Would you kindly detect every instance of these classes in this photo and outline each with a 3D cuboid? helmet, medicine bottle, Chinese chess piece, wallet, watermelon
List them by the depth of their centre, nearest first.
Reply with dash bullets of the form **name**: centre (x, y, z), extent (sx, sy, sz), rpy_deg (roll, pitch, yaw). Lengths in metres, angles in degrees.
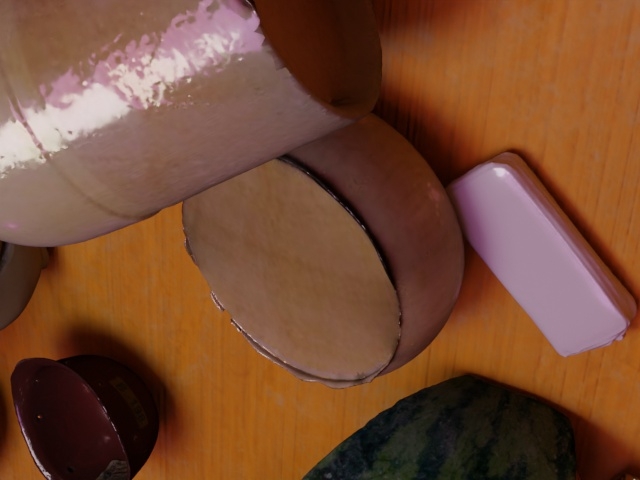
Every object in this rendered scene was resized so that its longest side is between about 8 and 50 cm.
- **medicine bottle**: centre (-0.179, -0.126, 1.351), extent (0.406, 0.236, 0.235), rpy_deg (-22, 109, 25)
- **wallet**: centre (0.181, 0.015, 1.426), extent (0.190, 0.033, 0.095), rpy_deg (50, 138, -6)
- **Chinese chess piece**: centre (0.000, 0.000, 1.472), extent (0.257, 0.104, 0.257), rpy_deg (26, 136, 29)
- **watermelon**: centre (0.086, 0.262, 1.557), extent (0.250, 0.283, 0.292), rpy_deg (31, 159, -3)
- **helmet**: centre (-0.235, 0.176, 1.801), extent (0.175, 0.106, 0.155), rpy_deg (49, 134, 1)

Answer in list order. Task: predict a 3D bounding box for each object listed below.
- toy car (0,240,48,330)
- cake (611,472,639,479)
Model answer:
- **toy car**: centre (-0.439, 0.092, 1.717), extent (0.242, 0.336, 0.226), rpy_deg (4, 126, 34)
- **cake**: centre (0.277, 0.277, 1.549), extent (0.116, 0.080, 0.185), rpy_deg (26, 126, -1)
